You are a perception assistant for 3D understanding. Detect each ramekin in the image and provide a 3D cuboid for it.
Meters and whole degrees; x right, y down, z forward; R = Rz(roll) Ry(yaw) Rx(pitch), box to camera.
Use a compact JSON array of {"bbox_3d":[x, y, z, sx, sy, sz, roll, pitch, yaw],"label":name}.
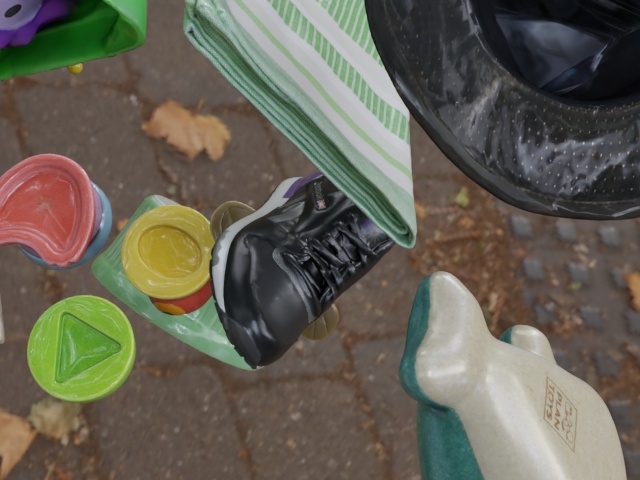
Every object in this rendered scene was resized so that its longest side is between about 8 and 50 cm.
[{"bbox_3d":[-0.185,0.057,1.957,0.303,0.148,0.303,32,3,-2],"label":"ramekin"}]

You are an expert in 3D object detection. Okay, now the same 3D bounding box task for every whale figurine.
[{"bbox_3d":[0.118,0.149,0.923,0.272,0.141,0.216,50,37,-32],"label":"whale figurine"}]

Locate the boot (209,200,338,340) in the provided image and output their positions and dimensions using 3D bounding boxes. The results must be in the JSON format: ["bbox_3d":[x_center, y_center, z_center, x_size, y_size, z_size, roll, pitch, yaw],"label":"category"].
[{"bbox_3d":[-0.080,0.031,1.617,0.077,0.165,0.213,-45,110,-9],"label":"boot"}]

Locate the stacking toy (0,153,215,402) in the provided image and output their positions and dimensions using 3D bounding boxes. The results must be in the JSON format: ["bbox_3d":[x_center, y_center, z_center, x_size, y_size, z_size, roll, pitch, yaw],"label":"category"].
[{"bbox_3d":[-0.298,0.059,1.612,0.309,0.130,0.279,26,76,14],"label":"stacking toy"}]

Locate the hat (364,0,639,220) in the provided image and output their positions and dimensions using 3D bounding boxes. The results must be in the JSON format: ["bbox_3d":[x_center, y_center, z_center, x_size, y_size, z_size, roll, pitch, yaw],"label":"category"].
[{"bbox_3d":[0.165,-0.179,0.830,0.331,0.134,0.331,0,92,-10],"label":"hat"}]

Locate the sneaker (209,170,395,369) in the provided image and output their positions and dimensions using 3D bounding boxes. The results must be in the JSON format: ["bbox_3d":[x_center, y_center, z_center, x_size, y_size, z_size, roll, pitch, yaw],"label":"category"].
[{"bbox_3d":[0.000,0.000,1.100,0.107,0.124,0.283,61,27,-19],"label":"sneaker"}]

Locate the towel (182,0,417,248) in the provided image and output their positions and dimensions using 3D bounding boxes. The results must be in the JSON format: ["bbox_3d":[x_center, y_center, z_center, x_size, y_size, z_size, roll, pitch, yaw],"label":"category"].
[{"bbox_3d":[-0.003,-0.173,0.992,0.248,0.038,0.325,44,28,-27],"label":"towel"}]

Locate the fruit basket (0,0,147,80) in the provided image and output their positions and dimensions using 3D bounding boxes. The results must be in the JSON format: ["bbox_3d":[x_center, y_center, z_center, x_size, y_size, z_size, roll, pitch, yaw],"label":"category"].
[{"bbox_3d":[-0.325,-0.192,0.826,0.392,0.283,0.392,3,85,-45],"label":"fruit basket"}]

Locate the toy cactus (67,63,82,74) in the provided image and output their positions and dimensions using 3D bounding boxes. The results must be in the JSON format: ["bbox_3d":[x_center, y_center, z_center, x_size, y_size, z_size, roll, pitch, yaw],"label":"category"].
[{"bbox_3d":[-0.405,-0.326,1.774,0.219,0.112,0.180,3,82,-23],"label":"toy cactus"}]
